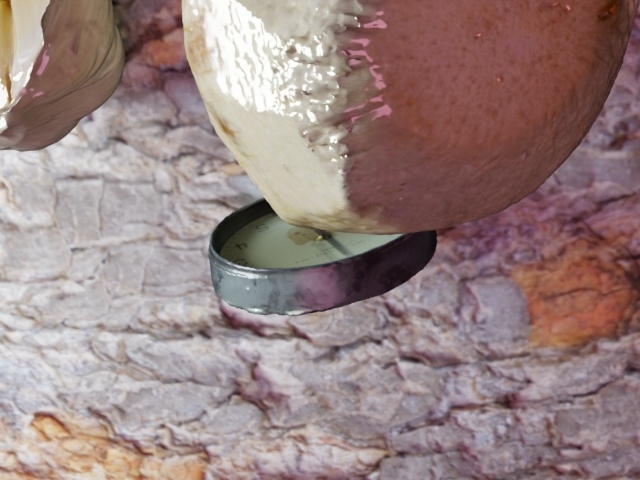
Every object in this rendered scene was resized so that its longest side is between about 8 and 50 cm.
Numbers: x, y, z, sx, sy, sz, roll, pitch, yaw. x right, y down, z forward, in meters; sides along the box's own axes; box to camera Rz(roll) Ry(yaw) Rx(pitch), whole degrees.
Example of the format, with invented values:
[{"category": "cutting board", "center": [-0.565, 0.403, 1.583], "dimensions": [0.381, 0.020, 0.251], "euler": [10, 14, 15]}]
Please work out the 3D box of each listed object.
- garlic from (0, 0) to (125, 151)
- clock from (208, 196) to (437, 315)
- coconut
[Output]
[{"category": "garlic", "center": [-0.266, -0.164, 1.316], "dimensions": [0.143, 0.178, 0.229], "euler": [21, 148, -39]}, {"category": "clock", "center": [0.000, 0.000, 1.327], "dimensions": [0.226, 0.226, 0.049], "euler": [-7, 112, 13]}, {"category": "coconut", "center": [0.055, -0.191, 1.135], "dimensions": [0.344, 0.415, 0.415], "euler": [32, 120, -22]}]
